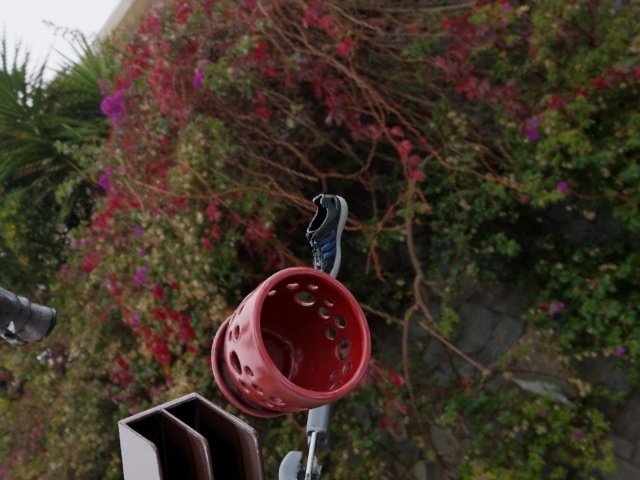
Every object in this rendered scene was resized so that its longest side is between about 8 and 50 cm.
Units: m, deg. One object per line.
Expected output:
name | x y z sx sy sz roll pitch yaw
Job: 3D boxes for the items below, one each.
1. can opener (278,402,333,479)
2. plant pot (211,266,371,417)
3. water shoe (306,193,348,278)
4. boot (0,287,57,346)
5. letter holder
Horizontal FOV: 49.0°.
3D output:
can opener | -0.028 0.398 1.468 0.283 0.095 0.076 -81 -10 -52
plant pot | -0.049 0.154 1.006 0.191 0.191 0.174 -32 -3 -39
water shoe | 0.000 0.000 1.517 0.080 0.073 0.203 9 -91 -34
boot | -0.566 0.108 1.243 0.222 0.338 0.118 27 -113 -33
letter holder | -0.202 0.443 1.156 0.152 0.214 0.302 -14 -71 -40
